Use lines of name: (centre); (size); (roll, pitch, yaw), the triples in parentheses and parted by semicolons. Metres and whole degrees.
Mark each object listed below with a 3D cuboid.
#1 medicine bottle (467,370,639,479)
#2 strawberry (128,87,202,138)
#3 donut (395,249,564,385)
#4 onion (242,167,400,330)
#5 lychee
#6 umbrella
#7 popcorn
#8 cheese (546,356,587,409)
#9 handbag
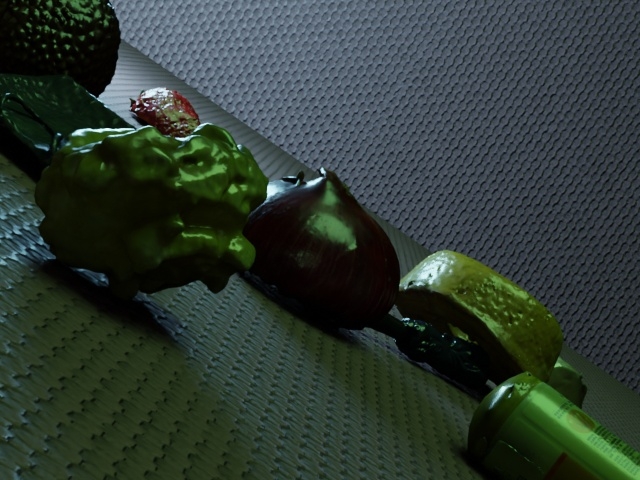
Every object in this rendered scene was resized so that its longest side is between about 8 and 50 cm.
medicine bottle: (0.271, 0.247, 1.487); (0.239, 0.124, 0.124); (36, 6, 17)
strawberry: (-0.252, -0.205, 2.385); (0.187, 0.082, 0.146); (43, 16, 28)
donut: (0.238, 0.118, 2.025); (0.277, 0.108, 0.277); (35, -11, 8)
onion: (-0.003, 0.011, 1.722); (0.248, 0.161, 0.248); (34, 27, -21)
lychee: (-0.342, -0.247, 1.727); (0.194, 0.194, 0.194); (34, 6, -4)
umbrella: (0.146, 0.137, 1.878); (0.248, 0.071, 0.071); (32, 7, -34)
popcorn: (-0.145, -0.024, 1.173); (0.197, 0.155, 0.197); (5, -6, 1)
cheese: (0.347, 0.213, 2.215); (0.123, 0.094, 0.167); (30, 7, -23)
handbag: (-0.276, -0.105, 1.483); (0.270, 0.089, 0.175); (37, 14, 19)
